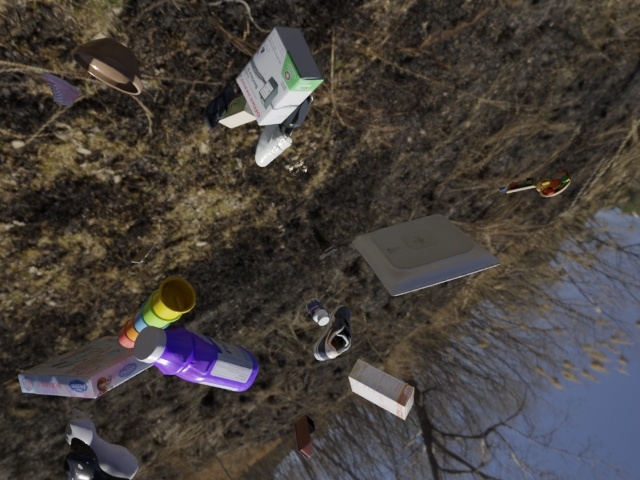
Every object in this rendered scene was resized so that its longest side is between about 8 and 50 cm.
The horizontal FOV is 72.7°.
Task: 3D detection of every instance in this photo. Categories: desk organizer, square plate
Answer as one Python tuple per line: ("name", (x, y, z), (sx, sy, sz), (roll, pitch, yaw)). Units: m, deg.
("desk organizer", (-0.044, 0.620, 1.382), (0.050, 0.047, 0.130), (-41, -162, 4))
("square plate", (0.312, 0.020, 1.363), (0.344, 0.347, 0.049), (-15, 120, -9))

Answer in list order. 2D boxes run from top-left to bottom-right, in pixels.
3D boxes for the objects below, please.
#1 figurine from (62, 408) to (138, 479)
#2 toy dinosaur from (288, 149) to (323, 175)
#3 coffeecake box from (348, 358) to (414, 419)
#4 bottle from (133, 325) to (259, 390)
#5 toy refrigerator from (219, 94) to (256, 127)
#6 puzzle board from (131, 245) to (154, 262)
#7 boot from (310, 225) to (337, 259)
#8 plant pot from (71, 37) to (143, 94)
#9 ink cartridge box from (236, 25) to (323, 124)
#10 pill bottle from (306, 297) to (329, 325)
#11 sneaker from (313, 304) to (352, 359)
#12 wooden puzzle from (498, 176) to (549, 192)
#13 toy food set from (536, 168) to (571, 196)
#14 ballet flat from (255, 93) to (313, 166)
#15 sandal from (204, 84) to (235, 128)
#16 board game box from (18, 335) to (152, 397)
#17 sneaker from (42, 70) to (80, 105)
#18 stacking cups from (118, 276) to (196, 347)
("figurine", (-0.476, 0.475, 0.931), (0.092, 0.209, 0.215), (-34, -158, -21))
("toy dinosaur", (-0.075, -0.319, 1.752), (0.183, 0.053, 0.092), (-24, -141, 32))
("coffeecake box", (0.187, 0.456, 1.331), (0.068, 0.185, 0.142), (-54, 152, -27))
("bottle", (-0.253, 0.244, 0.909), (0.283, 0.118, 0.092), (39, 75, -49))
("toy refrigerator", (-0.421, -0.667, 2.243), (0.094, 0.102, 0.269), (21, 169, -39))
("puzzle board", (-0.796, 0.062, 1.951), (0.128, 0.011, 0.096), (1, -131, 52))
("boot", (0.000, 0.000, 1.711), (0.077, 0.137, 0.198), (-29, 178, -6))
("plant pot", (-0.723, -0.624, 1.521), (0.237, 0.237, 0.109), (54, 59, -76))
("ink cartridge box", (-0.153, -0.581, 1.566), (0.121, 0.211, 0.289), (-22, 174, -43))
("pill bottle", (-0.011, 0.315, 1.917), (0.067, 0.120, 0.067), (-16, 131, -20))
("sneaker", (0.094, 0.426, 2.033), (0.127, 0.126, 0.321), (-16, -152, 38))
("wooden puzzle", (0.504, -0.141, 1.087), (0.116, 0.014, 0.078), (-14, -164, 28))
("toy food set", (0.583, -0.143, 1.082), (0.082, 0.020, 0.083), (-41, -163, 26))
("ballet flat", (-0.157, -0.501, 1.921), (0.400, 0.139, 0.139), (-62, 165, 0))
("sandal", (-0.471, -0.639, 2.059), (0.254, 0.054, 0.097), (-67, 153, -22))
("board game box", (-0.704, 0.392, 1.393), (0.318, 0.065, 0.319), (-6, -172, 25))
("sneaker", (-0.780, -0.445, 1.298), (0.134, 0.051, 0.070), (41, 74, -82))
("stacking cups", (-0.446, 0.200, 1.130), (0.316, 0.096, 0.096), (-34, 172, 35))
